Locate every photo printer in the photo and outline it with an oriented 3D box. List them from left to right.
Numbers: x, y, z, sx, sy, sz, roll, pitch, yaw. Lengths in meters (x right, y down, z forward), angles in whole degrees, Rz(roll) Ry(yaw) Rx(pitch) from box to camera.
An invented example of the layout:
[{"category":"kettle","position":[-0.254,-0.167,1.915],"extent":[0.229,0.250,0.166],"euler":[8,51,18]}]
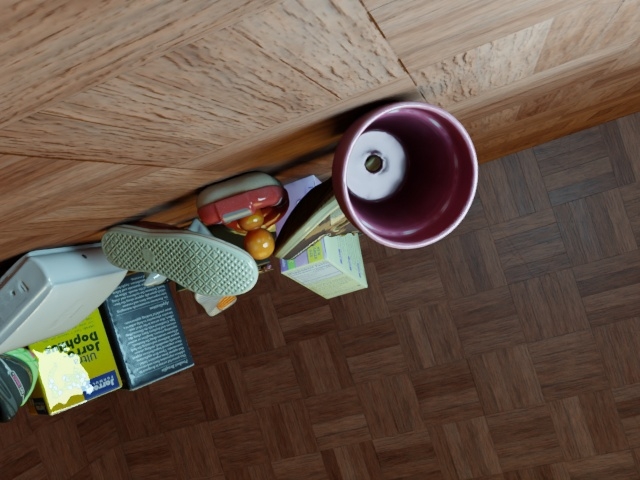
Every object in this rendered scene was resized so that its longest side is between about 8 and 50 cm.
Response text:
[{"category":"photo printer","position":[-0.574,0.118,1.312],"extent":[0.256,0.107,0.307],"euler":[-42,173,13]}]

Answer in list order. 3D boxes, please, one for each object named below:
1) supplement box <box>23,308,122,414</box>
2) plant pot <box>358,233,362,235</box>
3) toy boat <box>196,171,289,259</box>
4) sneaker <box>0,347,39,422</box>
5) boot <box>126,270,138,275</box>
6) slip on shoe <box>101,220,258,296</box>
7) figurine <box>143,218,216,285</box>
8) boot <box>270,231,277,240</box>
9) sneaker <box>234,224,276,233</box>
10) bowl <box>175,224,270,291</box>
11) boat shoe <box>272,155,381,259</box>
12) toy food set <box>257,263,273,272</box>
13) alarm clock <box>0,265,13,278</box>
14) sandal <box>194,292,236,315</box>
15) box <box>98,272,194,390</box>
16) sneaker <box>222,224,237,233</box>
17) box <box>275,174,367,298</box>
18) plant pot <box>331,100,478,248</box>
[{"category":"supplement box","position":[-0.695,0.255,1.585],"extent":[0.195,0.356,0.194],"euler":[-18,179,-41]},{"category":"plant pot","position":[0.099,-0.094,1.875],"extent":[0.188,0.167,0.187],"euler":[-17,180,11]},{"category":"toy boat","position":[-0.129,-0.037,1.131],"extent":[0.151,0.151,0.231],"euler":[-17,179,7]},{"category":"sneaker","position":[-0.850,0.279,1.267],"extent":[0.483,0.202,0.185],"euler":[22,146,-33]},{"category":"boot","position":[-0.504,0.035,1.581],"extent":[0.207,0.090,0.248],"euler":[-31,174,10]},{"category":"slip on shoe","position":[-0.262,0.023,1.158],"extent":[0.331,0.123,0.101],"euler":[11,-155,22]},{"category":"figurine","position":[-0.365,0.047,1.553],"extent":[0.209,0.092,0.215],"euler":[-40,-179,-6]},{"category":"boot","position":[-0.125,-0.075,2.076],"extent":[0.305,0.112,0.115],"euler":[-23,-153,31]},{"category":"sneaker","position":[-0.092,-0.067,1.570],"extent":[0.290,0.105,0.123],"euler":[-16,-178,-1]},{"category":"bowl","position":[-0.332,0.041,1.921],"extent":[0.312,0.163,0.311],"euler":[-18,180,0]},{"category":"boat shoe","position":[0.048,-0.054,1.101],"extent":[0.342,0.123,0.123],"euler":[-42,-159,28]},{"category":"toy food set","position":[-0.200,0.092,1.973],"extent":[0.078,0.019,0.122],"euler":[-18,172,11]},{"category":"alarm clock","position":[-0.685,0.092,1.334],"extent":[0.192,0.064,0.129],"euler":[-21,-179,-30]},{"category":"sandal","position":[-0.328,0.154,1.823],"extent":[0.102,0.076,0.265],"euler":[-32,160,-8]},{"category":"box","position":[-0.599,0.247,1.887],"extent":[0.212,0.395,0.293],"euler":[-17,179,-37]},{"category":"sneaker","position":[-0.171,-0.072,1.684],"extent":[0.209,0.069,0.082],"euler":[-8,142,-25]},{"category":"box","position":[0.000,0.000,1.442],"extent":[0.117,0.213,0.243],"euler":[-18,154,20]},{"category":"plant pot","position":[0.104,-0.103,0.893],"extent":[0.201,0.201,0.180],"euler":[-18,-165,-8]}]
